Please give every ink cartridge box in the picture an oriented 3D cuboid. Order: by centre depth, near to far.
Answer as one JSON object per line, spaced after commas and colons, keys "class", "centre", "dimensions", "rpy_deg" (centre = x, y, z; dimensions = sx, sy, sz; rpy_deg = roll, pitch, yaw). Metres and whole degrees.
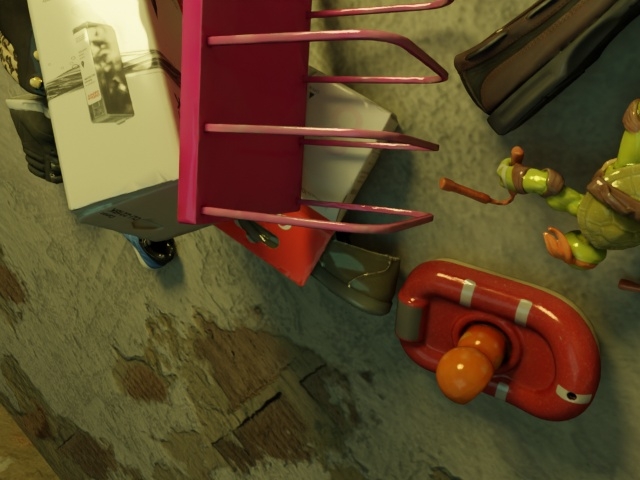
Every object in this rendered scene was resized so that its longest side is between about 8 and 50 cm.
{"class": "ink cartridge box", "centre": [-0.185, -0.151, 0.571], "dimensions": [0.114, 0.197, 0.273], "rpy_deg": [-15, 82, 5]}
{"class": "ink cartridge box", "centre": [-0.045, -0.088, 0.650], "dimensions": [0.189, 0.066, 0.232], "rpy_deg": [34, 98, 17]}

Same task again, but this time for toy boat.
{"class": "toy boat", "centre": [0.177, 0.123, 0.596], "dimensions": [0.231, 0.151, 0.151], "rpy_deg": [18, 123, 28]}

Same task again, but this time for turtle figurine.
{"class": "turtle figurine", "centre": [0.256, -0.053, 0.466], "dimensions": [0.269, 0.087, 0.217], "rpy_deg": [26, 122, 6]}

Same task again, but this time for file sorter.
{"class": "file sorter", "centre": [0.011, -0.158, 0.483], "dimensions": [0.182, 0.202, 0.291], "rpy_deg": [7, 99, 23]}

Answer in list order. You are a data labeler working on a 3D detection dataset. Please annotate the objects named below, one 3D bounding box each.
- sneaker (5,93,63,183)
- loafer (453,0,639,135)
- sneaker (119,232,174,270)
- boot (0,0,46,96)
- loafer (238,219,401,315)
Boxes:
{"class": "sneaker", "centre": [-0.408, -0.165, 0.905], "dimensions": [0.295, 0.104, 0.147], "rpy_deg": [14, 123, 37]}
{"class": "loafer", "centre": [0.222, -0.211, 0.425], "dimensions": [0.095, 0.109, 0.302], "rpy_deg": [51, 135, 9]}
{"class": "sneaker", "centre": [-0.305, -0.021, 0.927], "dimensions": [0.084, 0.058, 0.152], "rpy_deg": [-20, 105, 46]}
{"class": "boot", "centre": [-0.335, -0.330, 0.736], "dimensions": [0.377, 0.138, 0.284], "rpy_deg": [32, 127, 23]}
{"class": "loafer", "centre": [0.000, 0.000, 0.715], "dimensions": [0.251, 0.094, 0.087], "rpy_deg": [32, 97, 17]}
